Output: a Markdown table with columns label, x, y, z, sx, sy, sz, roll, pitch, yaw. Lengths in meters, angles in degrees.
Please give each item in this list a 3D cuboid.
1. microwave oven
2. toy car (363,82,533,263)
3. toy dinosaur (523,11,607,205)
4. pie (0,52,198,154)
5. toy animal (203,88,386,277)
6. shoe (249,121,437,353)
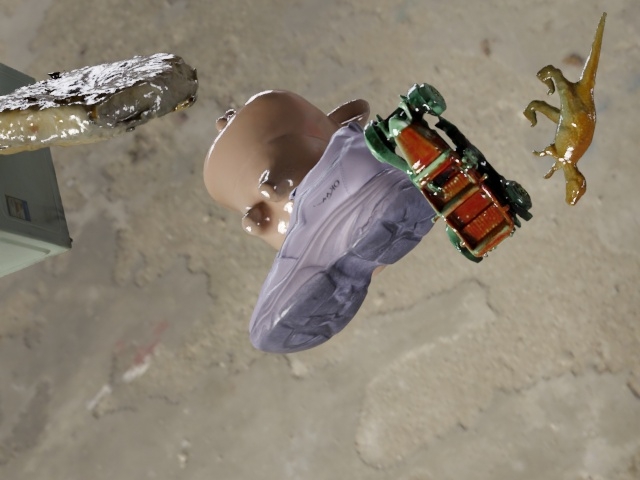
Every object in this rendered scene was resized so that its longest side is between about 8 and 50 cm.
| label | x | y | z | sx | sy | sz | roll | pitch | yaw |
| --- | --- | --- | --- | --- | --- | --- | --- | --- | --- |
| microwave oven | -0.363 | -0.074 | 1.312 | 0.129 | 0.163 | 0.205 | -20 | 72 | 18 |
| toy car | 0.099 | -0.053 | 1.012 | 0.073 | 0.143 | 0.054 | -40 | 1 | 21 |
| toy dinosaur | 0.267 | -0.130 | 1.298 | 0.162 | 0.039 | 0.126 | -50 | 57 | 30 |
| pie | -0.191 | -0.113 | 1.049 | 0.195 | 0.046 | 0.195 | -12 | 16 | 4 |
| toy animal | -0.019 | -0.077 | 1.833 | 0.326 | 0.269 | 0.237 | 38 | 112 | 8 |
| shoe | 0.000 | 0.000 | 1.262 | 0.245 | 0.095 | 0.137 | -49 | 48 | 21 |
